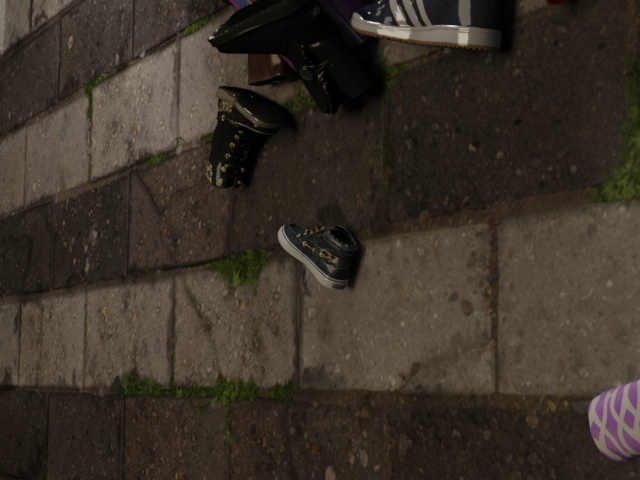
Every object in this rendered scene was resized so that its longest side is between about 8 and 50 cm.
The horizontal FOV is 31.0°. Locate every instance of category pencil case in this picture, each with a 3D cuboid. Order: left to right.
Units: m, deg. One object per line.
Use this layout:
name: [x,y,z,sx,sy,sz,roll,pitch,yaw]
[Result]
pencil case: [0.376,0.175,1.217,0.206,0.088,0.086,-36,49,52]

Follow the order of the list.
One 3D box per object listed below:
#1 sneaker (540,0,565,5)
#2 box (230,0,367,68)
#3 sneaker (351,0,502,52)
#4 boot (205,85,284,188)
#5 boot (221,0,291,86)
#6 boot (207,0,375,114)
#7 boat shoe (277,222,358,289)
sneaker: [0.314,-0.416,1.394,0.145,0.090,0.270,59,134,37]
box: [-0.069,-0.410,1.835,0.201,0.293,0.057,-13,37,56]
sneaker: [0.154,-0.351,1.622,0.282,0.099,0.153,20,108,50]
boot: [-0.139,-0.172,2.085,0.236,0.085,0.179,-139,57,-59]
boot: [-0.122,-0.382,2.074,0.248,0.090,0.207,5,88,54]
boot: [-0.047,-0.285,1.834,0.246,0.207,0.094,-11,33,48]
boat shoe: [0.000,0.000,1.866,0.183,0.065,0.083,43,119,45]
